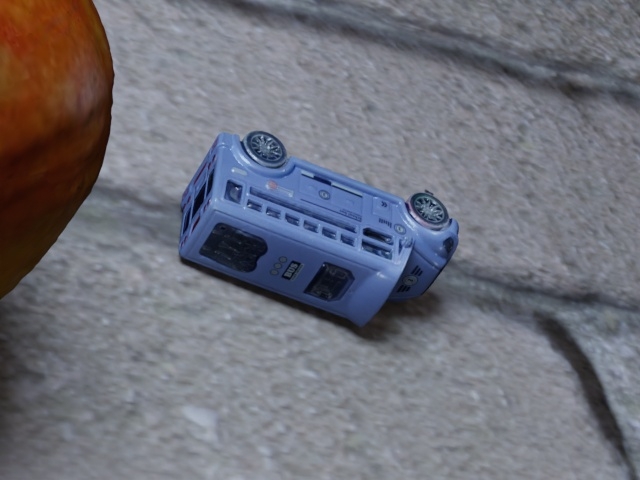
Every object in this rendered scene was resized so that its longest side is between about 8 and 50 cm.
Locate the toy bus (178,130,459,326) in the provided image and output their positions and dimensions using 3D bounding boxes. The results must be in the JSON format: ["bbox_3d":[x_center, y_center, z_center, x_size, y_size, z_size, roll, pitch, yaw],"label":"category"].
[{"bbox_3d":[0.000,0.000,1.133,0.167,0.073,0.076,20,43,-15],"label":"toy bus"}]

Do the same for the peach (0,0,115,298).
[{"bbox_3d":[-0.270,-0.073,0.825,0.372,0.372,0.290,-34,113,-51],"label":"peach"}]
